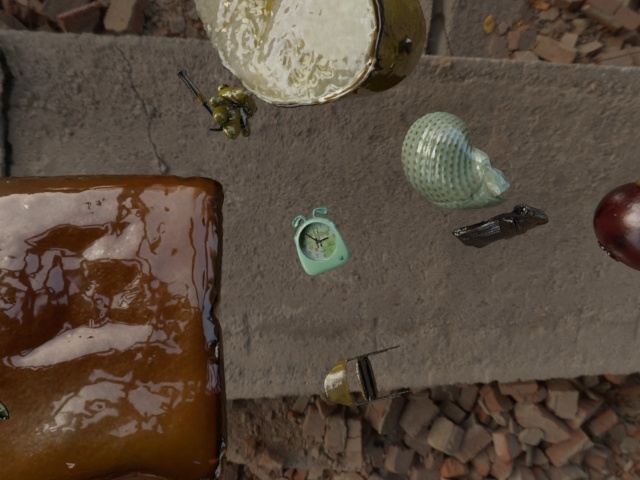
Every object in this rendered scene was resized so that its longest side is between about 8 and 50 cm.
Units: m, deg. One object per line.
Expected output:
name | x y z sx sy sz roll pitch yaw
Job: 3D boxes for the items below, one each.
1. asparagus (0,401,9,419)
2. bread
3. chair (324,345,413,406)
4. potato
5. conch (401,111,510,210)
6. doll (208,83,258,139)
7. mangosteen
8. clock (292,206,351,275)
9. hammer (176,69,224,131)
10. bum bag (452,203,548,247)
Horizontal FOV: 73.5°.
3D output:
asparagus | -0.304 0.082 0.341 0.166 0.013 0.016 46 58 1
bread | -0.262 0.097 0.453 0.332 0.143 0.324 -4 69 -13
chair | 0.158 0.471 1.466 0.246 0.172 0.159 -23 72 26
potato | 0.003 -0.416 0.803 0.397 0.296 0.290 29 126 16
conch | 0.367 -0.195 1.214 0.215 0.303 0.319 -36 58 23
doll | -0.224 -0.347 1.134 0.137 0.210 0.097 36 122 -28
mangosteen | 0.596 -0.039 0.757 0.199 0.200 0.200 -1 95 -8
clock | 0.000 0.000 1.277 0.148 0.060 0.189 -19 94 15
hammer | -0.345 -0.403 1.246 0.078 0.021 0.201 -46 111 -20
bum bag | 0.500 -0.037 1.201 0.123 0.248 0.060 20 66 -32
